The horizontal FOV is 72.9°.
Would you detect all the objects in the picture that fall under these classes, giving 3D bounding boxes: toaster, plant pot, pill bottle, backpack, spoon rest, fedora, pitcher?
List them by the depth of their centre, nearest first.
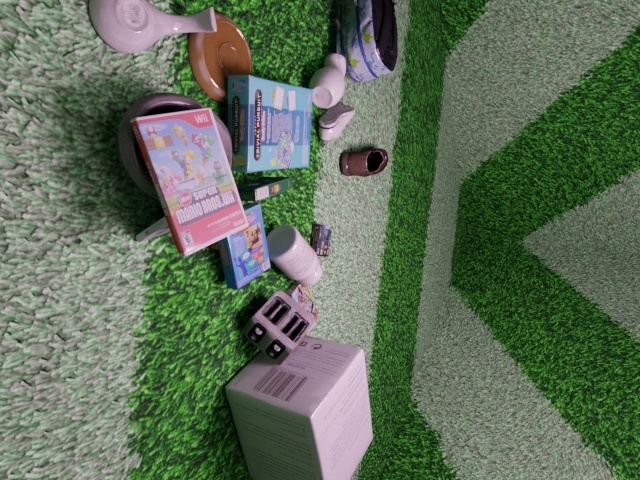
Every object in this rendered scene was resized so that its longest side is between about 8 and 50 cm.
[{"bbox_3d":[-0.372,-0.492,0.969,0.276,0.084,0.138,-21,112,-41],"label":"spoon rest"},{"bbox_3d":[-0.348,-0.205,0.992,0.275,0.124,0.244,-5,98,-53],"label":"fedora"},{"bbox_3d":[-0.259,-0.495,1.178,0.236,0.032,0.237,-17,110,-56],"label":"plant pot"},{"bbox_3d":[-0.128,0.272,1.383,0.186,0.168,0.110,-45,176,-45],"label":"toaster"},{"bbox_3d":[-0.084,0.059,1.464,0.229,0.131,0.131,53,52,-49],"label":"pill bottle"},{"bbox_3d":[0.032,-0.551,1.576,0.178,0.125,0.207,84,19,-47],"label":"pitcher"},{"bbox_3d":[0.183,-0.785,1.666,0.290,0.273,0.356,28,44,-60],"label":"backpack"}]

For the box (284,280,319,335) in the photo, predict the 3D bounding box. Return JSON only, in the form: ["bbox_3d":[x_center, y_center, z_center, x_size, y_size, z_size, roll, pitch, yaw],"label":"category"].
[{"bbox_3d":[-0.070,0.248,1.609,0.114,0.036,0.207,-52,136,-41],"label":"box"}]

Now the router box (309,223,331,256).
[{"bbox_3d":[0.000,0.000,1.679,0.092,0.038,0.123,9,87,-58],"label":"router box"}]

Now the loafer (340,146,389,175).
[{"bbox_3d":[0.225,-0.336,1.901,0.365,0.130,0.134,-28,119,-54],"label":"loafer"}]

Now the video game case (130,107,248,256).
[{"bbox_3d":[-0.270,-0.133,0.939,0.204,0.025,0.286,-33,111,-52],"label":"video game case"}]

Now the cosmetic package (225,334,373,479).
[{"bbox_3d":[-0.052,0.566,1.414,0.327,0.329,0.394,-38,128,-50],"label":"cosmetic package"}]

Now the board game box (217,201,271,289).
[{"bbox_3d":[-0.223,0.013,1.257,0.160,0.047,0.211,-34,125,-51],"label":"board game box"}]

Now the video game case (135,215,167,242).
[{"bbox_3d":[-0.316,-0.057,1.032,0.190,0.173,0.022,-31,97,-53],"label":"video game case"}]

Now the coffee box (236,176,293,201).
[{"bbox_3d":[-0.177,-0.155,1.294,0.184,0.113,0.041,-32,120,-54],"label":"coffee box"}]

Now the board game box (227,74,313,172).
[{"bbox_3d":[-0.144,-0.345,1.313,0.336,0.079,0.254,-20,117,-59],"label":"board game box"}]

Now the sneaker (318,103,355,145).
[{"bbox_3d":[0.061,-0.454,1.676,0.235,0.090,0.095,-46,145,-41],"label":"sneaker"}]

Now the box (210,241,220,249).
[{"bbox_3d":[-0.259,-0.004,1.268,0.136,0.028,0.081,22,77,-60],"label":"box"}]
